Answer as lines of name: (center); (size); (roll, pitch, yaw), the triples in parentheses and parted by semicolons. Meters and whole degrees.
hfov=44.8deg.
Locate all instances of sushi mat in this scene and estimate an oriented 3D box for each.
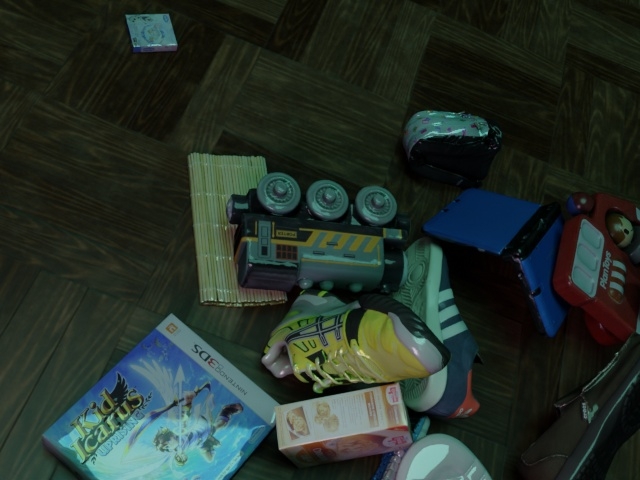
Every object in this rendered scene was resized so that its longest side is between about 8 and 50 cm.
sushi mat: (-0.154, -0.025, 1.401); (0.152, 0.019, 0.316); (0, 59, -18)

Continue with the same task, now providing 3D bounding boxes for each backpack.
backpack: (0.256, -0.190, 1.563); (0.182, 0.151, 0.115); (3, 43, -11)

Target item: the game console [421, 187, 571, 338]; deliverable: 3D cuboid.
game console: (0.350, 0.030, 1.450); (0.293, 0.173, 0.250); (-34, 104, -54)

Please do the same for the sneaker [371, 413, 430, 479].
sneaker: (0.137, 0.365, 1.228); (0.083, 0.071, 0.190); (38, 58, -8)

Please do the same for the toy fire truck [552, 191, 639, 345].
toy fire truck: (0.546, 0.034, 1.436); (0.254, 0.169, 0.302); (38, 53, -18)

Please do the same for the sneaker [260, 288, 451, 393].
sneaker: (0.046, 0.170, 1.159); (0.145, 0.385, 0.147); (48, 67, -17)

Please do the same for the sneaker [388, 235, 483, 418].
sneaker: (0.207, 0.154, 1.350); (0.148, 0.131, 0.350); (27, 46, -25)

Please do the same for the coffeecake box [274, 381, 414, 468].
coffeecake box: (0.039, 0.279, 1.158); (0.186, 0.142, 0.068); (-12, 61, 5)

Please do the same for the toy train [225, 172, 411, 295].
toy train: (0.000, 0.000, 1.349); (0.334, 0.142, 0.190); (6, 65, -15)

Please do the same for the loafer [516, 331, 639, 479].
loafer: (0.450, 0.279, 1.292); (0.366, 0.133, 0.130); (-44, 41, -23)

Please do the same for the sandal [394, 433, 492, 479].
sandal: (0.213, 0.494, 1.145); (0.170, 0.102, 0.416); (-19, 80, -19)

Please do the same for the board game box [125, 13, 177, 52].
board game box: (-0.347, -0.425, 1.589); (0.090, 0.020, 0.090); (-8, 62, -20)

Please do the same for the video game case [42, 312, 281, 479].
video game case: (-0.228, 0.281, 1.165); (0.244, 0.061, 0.269); (38, 57, 9)
